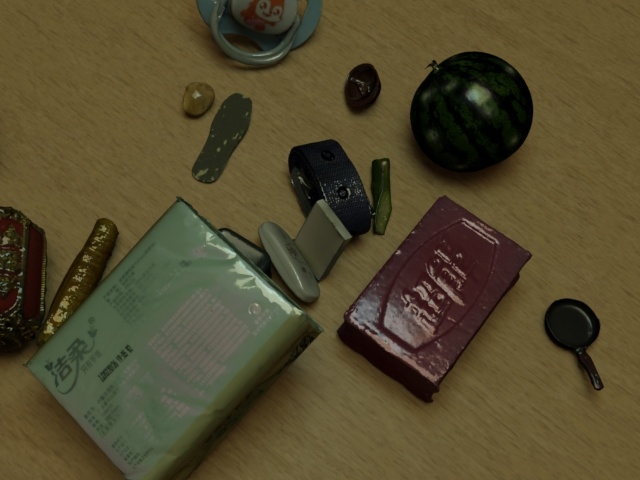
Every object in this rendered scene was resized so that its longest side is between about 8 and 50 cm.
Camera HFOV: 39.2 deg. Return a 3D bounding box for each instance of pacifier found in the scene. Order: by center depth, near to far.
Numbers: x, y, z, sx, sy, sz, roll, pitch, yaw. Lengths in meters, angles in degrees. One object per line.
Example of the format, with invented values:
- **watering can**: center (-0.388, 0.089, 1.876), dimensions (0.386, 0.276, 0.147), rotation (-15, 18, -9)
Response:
- **pacifier**: center (-0.153, -0.558, 2.086), dimensions (0.299, 0.244, 0.233), rotation (18, 26, -23)

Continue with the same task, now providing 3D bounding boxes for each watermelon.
- **watermelon**: center (0.326, -0.278, 1.942), dimensions (0.269, 0.269, 0.269), rotation (3, 62, -5)

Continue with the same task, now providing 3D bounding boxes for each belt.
- **belt**: center (0.027, -0.107, 1.881), dimensions (0.126, 0.139, 0.230), rotation (-15, 64, -22)

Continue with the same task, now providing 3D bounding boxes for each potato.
- **potato**: center (-0.274, -0.316, 1.999), dimensions (0.068, 0.062, 0.083), rotation (18, 82, 20)

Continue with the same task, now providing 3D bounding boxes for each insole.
- **insole**: center (-0.213, -0.228, 1.982), dimensions (0.081, 0.011, 0.248), rotation (19, 63, 7)

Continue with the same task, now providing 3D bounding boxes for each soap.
- **soap**: center (0.229, 0.111, 1.791), dimensions (0.233, 0.128, 0.359), rotation (36, 65, 11)

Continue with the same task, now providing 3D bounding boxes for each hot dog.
- **hot dog**: center (-0.468, 0.085, 1.753), dimensions (0.068, 0.083, 0.289), rotation (29, 61, -13)

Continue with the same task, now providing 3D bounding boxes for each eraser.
- **eraser**: center (0.000, 0.000, 1.807), dimensions (0.023, 0.150, 0.104), rotation (-21, 66, -37)

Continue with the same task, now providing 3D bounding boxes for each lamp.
- **lamp**: center (-0.604, 0.072, 1.688), dimensions (0.177, 0.177, 0.274), rotation (-4, 62, -9)

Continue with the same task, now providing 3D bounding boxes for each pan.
- **pan**: center (0.525, 0.212, 1.817), dimensions (0.115, 0.040, 0.212), rotation (-6, 56, -11)

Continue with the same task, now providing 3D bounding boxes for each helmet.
- **helmet**: center (0.105, -0.344, 2.055), dimensions (0.089, 0.057, 0.111), rotation (-13, 65, 27)

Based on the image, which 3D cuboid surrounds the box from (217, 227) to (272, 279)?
- **box**: center (-0.196, 0.084, 1.775), dimensions (0.144, 0.090, 0.201), rotation (33, 63, 10)

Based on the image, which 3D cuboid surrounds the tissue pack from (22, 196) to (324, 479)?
- **tissue pack**: center (-0.252, 0.187, 1.585), dimensions (0.332, 0.205, 0.405), rotation (42, 90, 16)

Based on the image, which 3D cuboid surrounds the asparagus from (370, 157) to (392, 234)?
- **asparagus**: center (0.132, -0.097, 1.937), dimensions (0.045, 0.041, 0.178), rotation (-1, 63, 2)

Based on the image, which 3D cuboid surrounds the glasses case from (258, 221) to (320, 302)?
- **glasses case**: center (-0.064, 0.043, 1.819), dimensions (0.049, 0.074, 0.193), rotation (-39, 67, 20)
